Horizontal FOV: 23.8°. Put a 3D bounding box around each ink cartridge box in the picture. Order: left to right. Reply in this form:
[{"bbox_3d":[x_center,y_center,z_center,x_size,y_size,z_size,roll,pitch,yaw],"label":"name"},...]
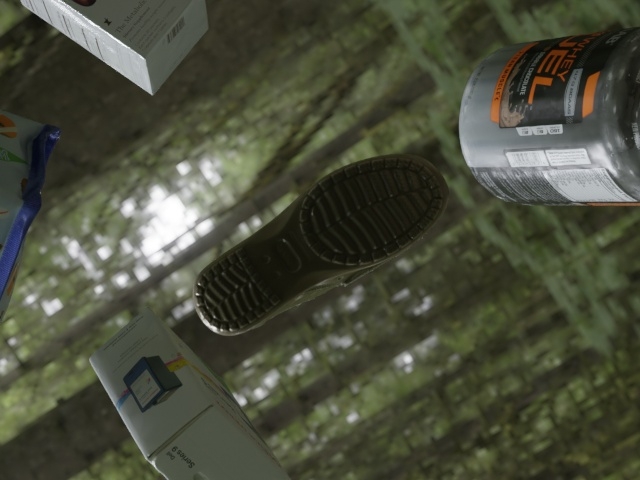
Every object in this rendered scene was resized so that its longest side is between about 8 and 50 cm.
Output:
[{"bbox_3d":[-0.137,0.188,1.588,0.154,0.093,0.212,49,180,-35],"label":"ink cartridge box"}]

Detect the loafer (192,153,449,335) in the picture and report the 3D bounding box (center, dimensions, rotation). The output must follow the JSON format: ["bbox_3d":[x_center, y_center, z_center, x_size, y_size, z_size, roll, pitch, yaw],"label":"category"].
[{"bbox_3d":[0.000,0.000,1.468,0.102,0.269,0.092,62,-173,2],"label":"loafer"}]

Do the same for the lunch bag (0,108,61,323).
[{"bbox_3d":[-0.473,0.024,1.513,0.328,0.385,0.239,19,-154,-10],"label":"lunch bag"}]

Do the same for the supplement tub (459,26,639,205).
[{"bbox_3d":[0.338,-0.143,1.785,0.207,0.207,0.338,50,155,-24],"label":"supplement tub"}]

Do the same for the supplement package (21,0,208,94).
[{"bbox_3d":[-0.297,-0.343,2.130,0.244,0.139,0.134,34,165,9],"label":"supplement package"}]
